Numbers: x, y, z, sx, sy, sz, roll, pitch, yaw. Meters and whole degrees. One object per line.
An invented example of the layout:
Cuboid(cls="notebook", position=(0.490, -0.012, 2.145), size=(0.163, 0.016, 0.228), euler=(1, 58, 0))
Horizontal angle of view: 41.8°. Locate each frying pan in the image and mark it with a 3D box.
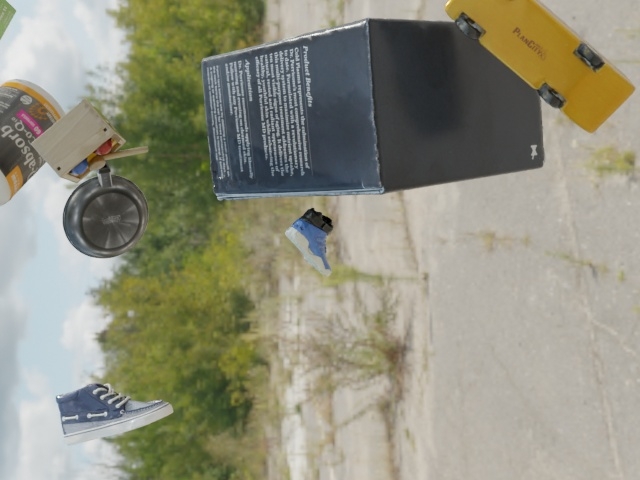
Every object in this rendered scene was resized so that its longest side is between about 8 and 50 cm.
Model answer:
Cuboid(cls="frying pan", position=(-0.459, -0.111, 1.882), size=(0.053, 0.197, 0.326), euler=(30, 103, 55))

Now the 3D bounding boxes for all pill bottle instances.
Cuboid(cls="pill bottle", position=(-0.606, -0.159, 1.548), size=(0.162, 0.162, 0.278), euler=(99, -163, -51))

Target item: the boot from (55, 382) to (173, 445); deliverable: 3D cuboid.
Cuboid(cls="boot", position=(-0.337, 0.267, 1.352), size=(0.069, 0.190, 0.086), euler=(1, -108, -82))

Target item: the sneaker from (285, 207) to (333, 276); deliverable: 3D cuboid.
Cuboid(cls="sneaker", position=(0.001, 0.000, 1.570), size=(0.058, 0.084, 0.152), euler=(31, 165, 45))

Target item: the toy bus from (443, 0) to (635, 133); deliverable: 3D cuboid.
Cuboid(cls="toy bus", position=(0.360, -0.323, 1.385), size=(0.108, 0.333, 0.130), euler=(-49, 9, 25))

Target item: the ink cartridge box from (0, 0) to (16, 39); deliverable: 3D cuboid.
Cuboid(cls="ink cartridge box", position=(-0.736, -0.487, 1.515), size=(0.119, 0.207, 0.353), euler=(-63, -11, -8))

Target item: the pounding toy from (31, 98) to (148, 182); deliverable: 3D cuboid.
Cuboid(cls="pounding toy", position=(-0.372, -0.153, 1.371), size=(0.100, 0.130, 0.141), euler=(49, 177, -1))

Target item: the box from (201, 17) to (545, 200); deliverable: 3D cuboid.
Cuboid(cls="box", position=(0.102, -0.249, 1.645), size=(0.472, 0.480, 0.297), euler=(4, 101, 47))
